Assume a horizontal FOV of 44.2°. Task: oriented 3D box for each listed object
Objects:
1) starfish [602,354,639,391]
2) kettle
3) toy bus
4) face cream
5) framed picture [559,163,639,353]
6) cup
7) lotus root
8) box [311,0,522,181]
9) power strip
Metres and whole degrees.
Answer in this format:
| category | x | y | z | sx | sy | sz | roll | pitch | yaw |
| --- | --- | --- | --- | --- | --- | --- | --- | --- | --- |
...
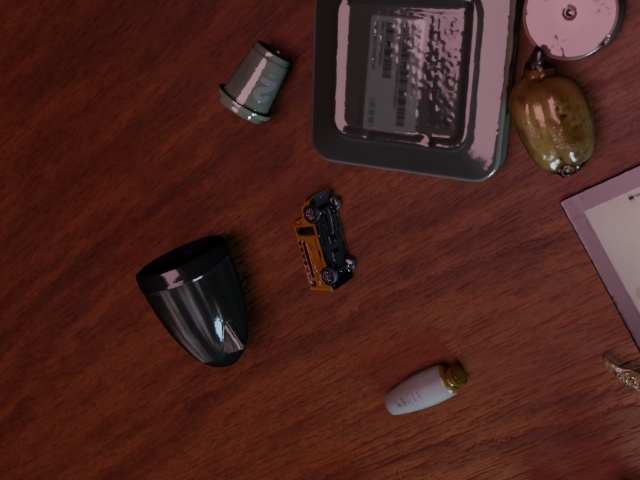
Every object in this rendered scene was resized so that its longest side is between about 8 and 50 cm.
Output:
| category | x | y | z | sx | sy | sz | roll | pitch | yaw |
| --- | --- | --- | --- | --- | --- | --- | --- | --- | --- |
| starfish | 0.664 | 0.208 | 1.277 | 0.301 | 0.084 | 0.293 | 47 | 131 | 21 |
| kettle | -0.267 | 0.157 | 1.712 | 0.250 | 0.207 | 0.271 | -18 | 105 | 24 |
| toy bus | 0.000 | 0.000 | 1.582 | 0.088 | 0.083 | 0.195 | -5 | 105 | 39 |
| face cream | 0.209 | 0.299 | 1.583 | 0.182 | 0.051 | 0.072 | -33 | 88 | 33 |
| framed picture | 0.596 | 0.030 | 1.312 | 0.265 | 0.016 | 0.347 | -28 | 92 | 32 |
| cup | -0.124 | -0.310 | 1.543 | 0.120 | 0.120 | 0.141 | 38 | 105 | 13 |
| lotus root | 0.375 | -0.210 | 1.290 | 0.125 | 0.118 | 0.221 | -18 | 104 | 22 |
| box | 0.160 | -0.304 | 1.398 | 0.373 | 0.090 | 0.367 | 10 | 111 | 26 |
| power strip | 0.401 | -0.365 | 1.254 | 0.154 | 0.078 | 0.154 | 11 | 112 | 29 |
